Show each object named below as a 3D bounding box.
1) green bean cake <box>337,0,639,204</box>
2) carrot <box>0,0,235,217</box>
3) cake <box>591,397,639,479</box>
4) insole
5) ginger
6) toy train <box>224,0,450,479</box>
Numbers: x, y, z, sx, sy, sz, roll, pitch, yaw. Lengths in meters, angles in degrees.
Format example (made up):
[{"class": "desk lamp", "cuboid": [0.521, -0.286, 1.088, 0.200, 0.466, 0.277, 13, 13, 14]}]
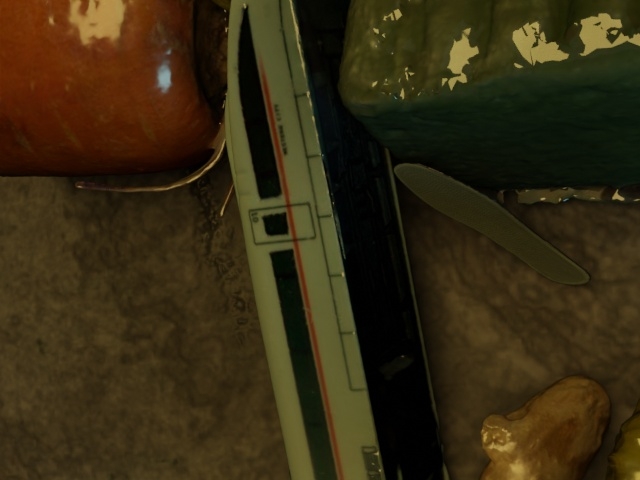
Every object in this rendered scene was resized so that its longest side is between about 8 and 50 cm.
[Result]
[{"class": "green bean cake", "cuboid": [0.147, -0.100, 0.514, 0.227, 0.222, 0.125, 3, 78, 25]}, {"class": "carrot", "cuboid": [-0.143, -0.138, 0.637, 0.331, 0.193, 0.214, -5, 47, 15]}, {"class": "cake", "cuboid": [0.199, 0.206, 0.465, 0.156, 0.179, 0.261, 12, 79, 19]}, {"class": "insole", "cuboid": [0.109, -0.009, 0.566, 0.053, 0.152, 0.002, -13, 49, 60]}, {"class": "ginger", "cuboid": [0.114, 0.221, 0.545, 0.131, 0.086, 0.295, 23, 86, -7]}, {"class": "toy train", "cuboid": [0.000, 0.000, 0.558, 0.088, 0.086, 0.407, -5, 99, 34]}]
